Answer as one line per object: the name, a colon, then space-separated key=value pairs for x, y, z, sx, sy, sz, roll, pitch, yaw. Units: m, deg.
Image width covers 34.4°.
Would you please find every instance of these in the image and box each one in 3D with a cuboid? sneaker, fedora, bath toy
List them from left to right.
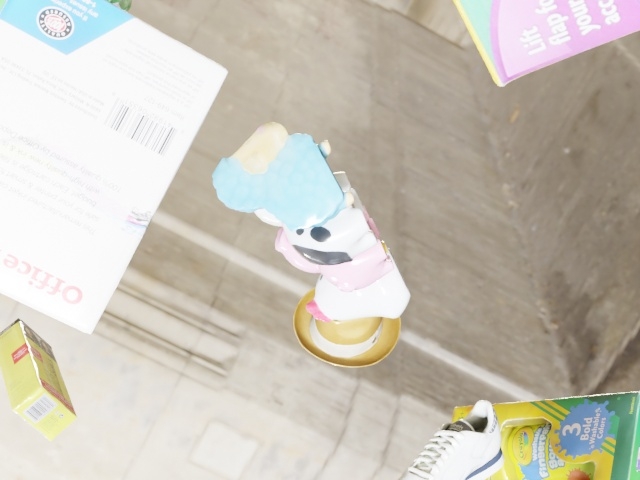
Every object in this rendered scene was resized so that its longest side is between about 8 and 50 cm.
bath toy: x=0.000 y=0.000 z=1.173 sx=0.129 sy=0.348 sz=0.151 roll=-26 pitch=60 yaw=6
fedora: x=0.049 y=0.121 z=1.738 sx=0.079 sy=0.194 sz=0.194 roll=102 pitch=-174 yaw=-48
sneaker: x=0.168 y=0.312 z=1.452 sx=0.235 sy=0.090 sz=0.095 roll=-31 pitch=-53 yaw=-39

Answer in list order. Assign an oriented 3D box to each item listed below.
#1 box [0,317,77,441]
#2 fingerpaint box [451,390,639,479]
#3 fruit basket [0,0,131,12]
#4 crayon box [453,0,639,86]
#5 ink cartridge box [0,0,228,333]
box: x=-0.443 y=0.210 z=1.597 sx=0.058 sy=0.087 sz=0.232 roll=-41 pitch=31 yaw=-3
fingerpaint box: x=0.345 y=0.475 z=1.603 sx=0.371 sy=0.163 sz=0.445 roll=-15 pitch=48 yaw=47
fruit basket: x=-0.453 y=-0.382 z=1.716 sx=0.327 sy=0.165 sz=0.353 roll=-35 pitch=11 yaw=-24
crayon box: x=0.032 y=-0.300 z=0.429 sx=0.106 sy=0.363 sz=0.313 roll=-21 pitch=49 yaw=19
ink cartridge box: x=-0.211 y=-0.072 z=0.841 sx=0.232 sy=0.171 sz=0.168 roll=-62 pitch=14 yaw=-3
